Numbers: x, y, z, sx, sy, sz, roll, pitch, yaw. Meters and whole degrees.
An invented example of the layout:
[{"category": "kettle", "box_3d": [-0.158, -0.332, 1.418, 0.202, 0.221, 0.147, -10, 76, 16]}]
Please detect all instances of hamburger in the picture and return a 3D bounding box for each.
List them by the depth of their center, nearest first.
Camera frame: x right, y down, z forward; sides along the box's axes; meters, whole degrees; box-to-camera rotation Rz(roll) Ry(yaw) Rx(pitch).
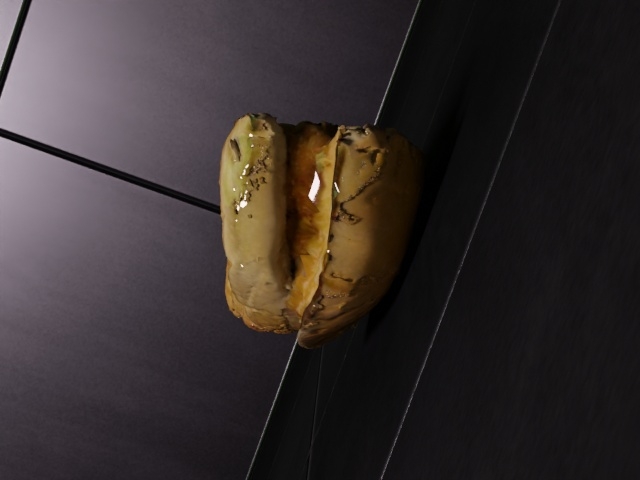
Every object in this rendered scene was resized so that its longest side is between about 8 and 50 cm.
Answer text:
[{"category": "hamburger", "box_3d": [0.000, 0.000, 0.997, 0.262, 0.124, 0.130, 95, 175, -78]}]
